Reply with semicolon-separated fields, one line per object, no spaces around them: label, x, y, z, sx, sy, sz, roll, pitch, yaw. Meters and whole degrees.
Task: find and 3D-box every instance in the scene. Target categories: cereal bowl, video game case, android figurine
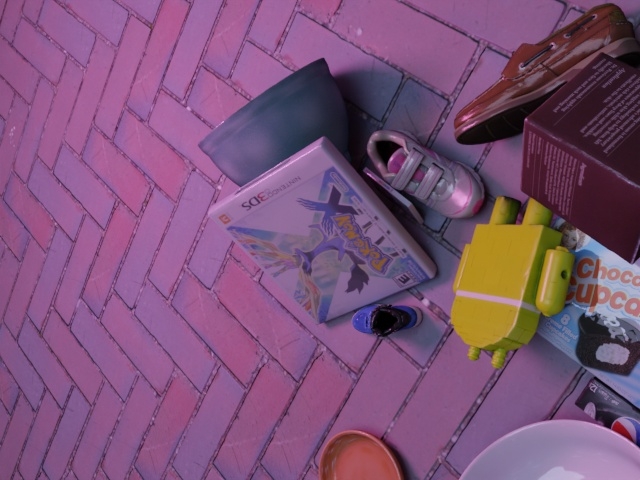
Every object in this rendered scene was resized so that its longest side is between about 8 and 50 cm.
cereal bowl;0.348;0.435;0.987;0.338;0.141;0.339;-28;31;19
video game case;0.000;0.000;1.292;0.299;0.036;0.329;-27;117;36
video game case;0.134;-0.081;1.287;0.011;0.087;0.122;-48;59;0
android figurine;0.290;0.063;1.102;0.248;0.056;0.273;0;74;66

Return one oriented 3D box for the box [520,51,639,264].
box;0.409;-0.115;0.970;0.168;0.167;0.203;-40;58;-14

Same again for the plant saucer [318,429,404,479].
plant saucer;0.083;0.464;1.353;0.199;0.037;0.200;0;91;39

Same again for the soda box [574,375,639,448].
soda box;0.465;0.270;1.028;0.169;0.060;0.053;39;113;33

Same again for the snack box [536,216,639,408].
snack box;0.452;0.115;1.040;0.322;0.060;0.187;39;113;33

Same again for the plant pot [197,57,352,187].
plant pot;-0.060;-0.184;1.348;0.293;0.293;0.196;-29;99;35

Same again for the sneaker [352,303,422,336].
sneaker;0.104;0.148;1.308;0.152;0.084;0.058;-7;86;39

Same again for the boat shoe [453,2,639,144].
boat shoe;0.344;-0.257;1.112;0.307;0.110;0.105;-25;70;26

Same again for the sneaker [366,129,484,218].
sneaker;0.172;-0.117;1.237;0.252;0.111;0.103;36;112;33
